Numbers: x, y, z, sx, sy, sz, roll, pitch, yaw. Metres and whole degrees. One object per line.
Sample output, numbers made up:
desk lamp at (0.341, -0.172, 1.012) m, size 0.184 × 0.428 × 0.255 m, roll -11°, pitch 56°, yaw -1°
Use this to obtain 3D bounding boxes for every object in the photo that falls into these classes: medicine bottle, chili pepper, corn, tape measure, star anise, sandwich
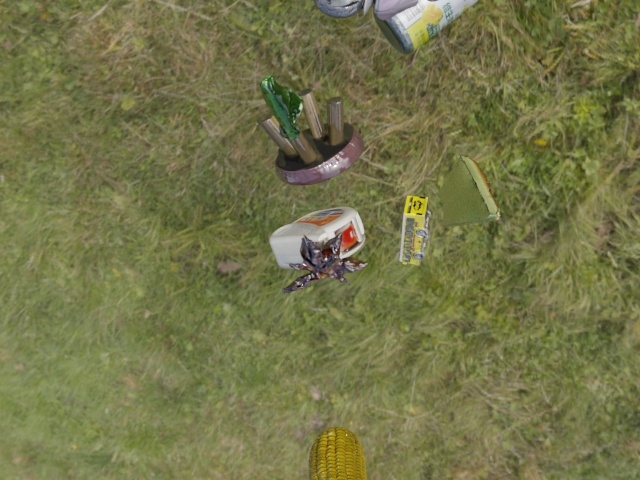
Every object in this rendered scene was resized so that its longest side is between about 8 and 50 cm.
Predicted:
medicine bottle at (0.274, -0.573, 1.318) m, size 0.293 × 0.141 × 0.141 m, roll -38°, pitch 111°, yaw 6°
chili pepper at (-0.088, -0.319, 1.337) m, size 0.062 × 0.108 × 0.216 m, roll 0°, pitch 162°, yaw 13°
corn at (0.041, 0.528, 1.165) m, size 0.131 × 0.344 × 0.131 m, roll -1°, pitch 111°, yaw -3°
tape measure at (0.000, 0.000, 1.637) m, size 0.258 × 0.265 × 0.130 m, roll -3°, pitch 112°, yaw 51°
star anise at (0.003, 0.046, 1.336) m, size 0.213 × 0.053 × 0.156 m, roll -6°, pitch 116°, yaw 4°
sandwich at (0.449, -0.104, 1.759) m, size 0.063 × 0.244 × 0.212 m, roll 2°, pitch 141°, yaw -19°

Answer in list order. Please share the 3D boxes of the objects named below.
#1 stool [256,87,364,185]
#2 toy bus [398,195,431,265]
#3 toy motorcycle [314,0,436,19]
stool at (-0.028, -0.298, 1.624) m, size 0.272 × 0.272 × 0.178 m, roll -8°, pitch 129°, yaw 23°
toy bus at (0.256, -0.021, 1.547) m, size 0.074 × 0.081 × 0.226 m, roll 8°, pitch 146°, yaw 10°
toy motorcycle at (0.094, -0.353, 0.715) m, size 0.152 × 0.224 × 0.073 m, roll 23°, pitch 162°, yaw 7°
